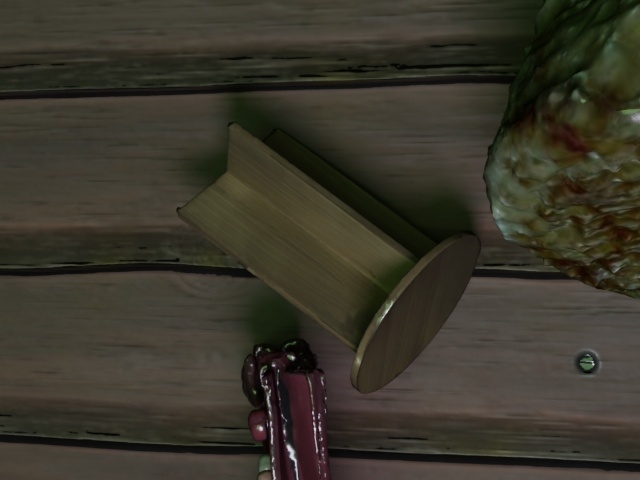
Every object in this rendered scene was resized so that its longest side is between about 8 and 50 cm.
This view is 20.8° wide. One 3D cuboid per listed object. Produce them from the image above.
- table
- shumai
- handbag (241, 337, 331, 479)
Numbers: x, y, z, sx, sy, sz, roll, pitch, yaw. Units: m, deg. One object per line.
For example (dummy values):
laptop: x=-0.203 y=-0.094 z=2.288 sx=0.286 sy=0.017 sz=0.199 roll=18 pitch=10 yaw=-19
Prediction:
table: x=0.000 y=0.000 z=1.515 sx=0.227 sy=0.167 sz=0.167 roll=37 pitch=104 yaw=20
shumai: x=0.300 y=-0.153 z=1.346 sx=0.395 sy=0.395 sz=0.348 roll=-11 pitch=66 yaw=17
handbag: x=-0.025 y=0.193 z=1.500 sx=0.074 sy=0.203 sz=0.216 roll=-8 pitch=95 yaw=-4
